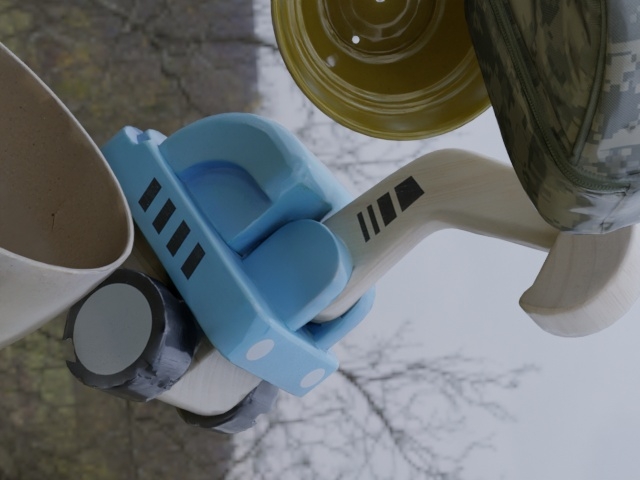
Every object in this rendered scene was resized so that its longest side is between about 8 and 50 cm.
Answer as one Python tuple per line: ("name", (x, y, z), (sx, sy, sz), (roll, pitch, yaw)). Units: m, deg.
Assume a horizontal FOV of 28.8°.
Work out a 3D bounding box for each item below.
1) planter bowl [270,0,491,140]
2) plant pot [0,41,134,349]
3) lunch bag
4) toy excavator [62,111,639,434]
("planter bowl", (0.058, -0.193, 0.988), (0.090, 0.217, 0.217), (-137, -137, -71))
("plant pot", (-0.278, -0.022, 0.723), (0.284, 0.191, 0.284), (42, 15, -14))
("lunch bag", (0.241, -0.159, 0.660), (0.256, 0.305, 0.213), (84, -8, -73))
("toy excavator", (0.000, 0.000, 1.105), (0.433, 0.445, 0.222), (53, 8, 31))
